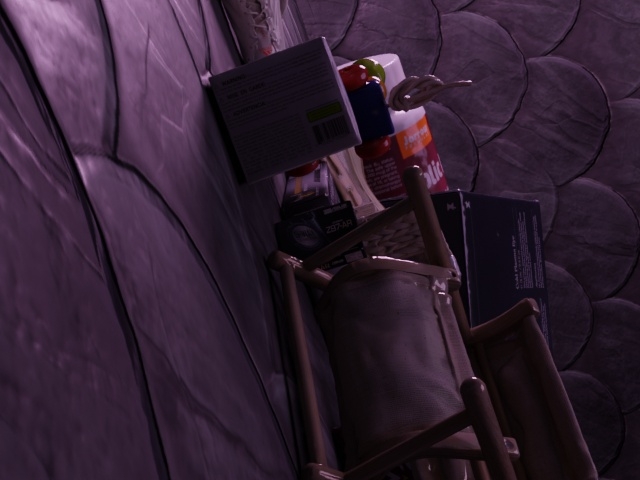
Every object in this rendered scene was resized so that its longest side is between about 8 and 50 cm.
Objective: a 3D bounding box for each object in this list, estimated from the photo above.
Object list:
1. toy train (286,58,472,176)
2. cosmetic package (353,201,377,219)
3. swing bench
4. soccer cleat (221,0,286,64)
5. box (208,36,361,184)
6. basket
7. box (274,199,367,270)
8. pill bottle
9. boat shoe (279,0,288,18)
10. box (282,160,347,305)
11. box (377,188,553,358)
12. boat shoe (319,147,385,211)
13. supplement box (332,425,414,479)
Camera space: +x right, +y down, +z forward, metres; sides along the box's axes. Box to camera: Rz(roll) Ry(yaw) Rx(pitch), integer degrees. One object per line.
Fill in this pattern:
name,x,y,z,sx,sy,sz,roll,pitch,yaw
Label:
toy train,0.056,-0.169,1.158,0.143,0.248,0.105,-76,149,-59
cosmetic package,0.069,0.009,1.317,0.060,0.041,0.115,-25,97,-86
swing bench,0.103,0.124,0.867,0.255,0.165,0.253,44,23,-37
soccer cleat,-0.074,-0.253,1.215,0.076,0.068,0.196,-98,172,-48
box,-0.028,-0.127,0.982,0.203,0.114,0.103,-72,142,-82
basket,0.099,0.019,1.201,0.167,0.113,0.103,45,26,-81
box,0.000,0.000,1.014,0.018,0.083,0.067,67,8,-51
pill bottle,0.117,-0.143,1.930,0.224,0.224,0.392,-93,164,-70
boat shoe,-0.098,-0.400,1.369,0.081,0.079,0.227,-30,99,-80
box,0.011,0.012,1.231,0.231,0.056,0.183,-89,161,-75
box,0.252,0.096,1.740,0.313,0.179,0.343,4,81,-54
boat shoe,0.024,-0.039,1.397,0.098,0.109,0.302,-38,116,-42
supplement box,0.079,0.249,1.061,0.239,0.073,0.130,41,31,-77
